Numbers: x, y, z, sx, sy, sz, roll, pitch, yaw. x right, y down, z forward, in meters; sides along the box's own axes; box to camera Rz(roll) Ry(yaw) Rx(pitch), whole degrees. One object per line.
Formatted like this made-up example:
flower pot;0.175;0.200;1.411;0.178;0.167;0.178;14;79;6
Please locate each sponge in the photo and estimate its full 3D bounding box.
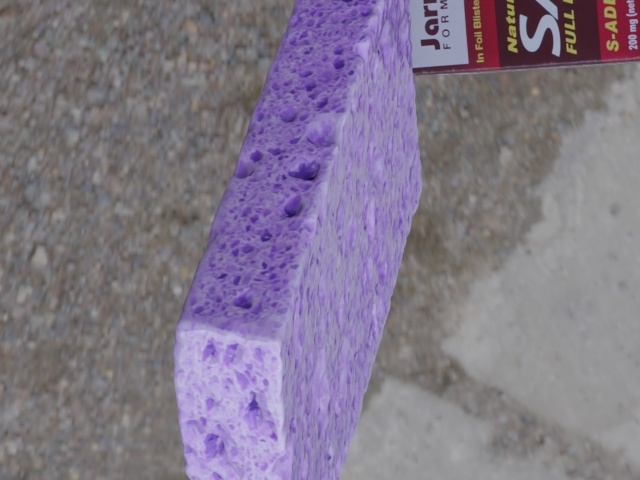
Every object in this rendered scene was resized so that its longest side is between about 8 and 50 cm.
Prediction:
sponge;0.000;0.000;0.516;0.031;0.210;0.117;5;130;11

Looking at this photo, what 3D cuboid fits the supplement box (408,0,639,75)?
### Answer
supplement box;0.155;-0.144;0.757;0.239;0.073;0.130;-2;96;31
